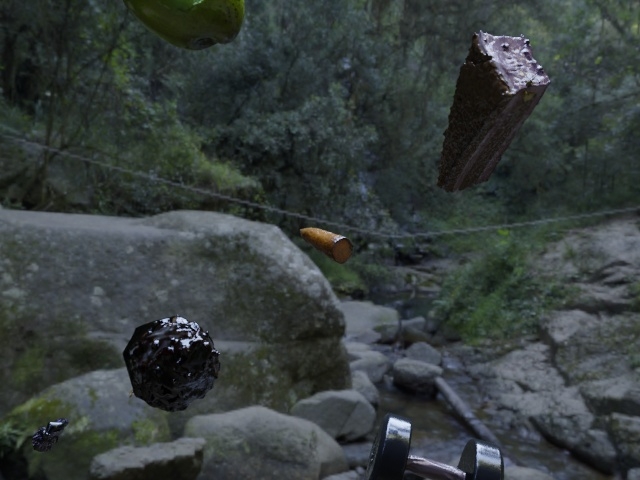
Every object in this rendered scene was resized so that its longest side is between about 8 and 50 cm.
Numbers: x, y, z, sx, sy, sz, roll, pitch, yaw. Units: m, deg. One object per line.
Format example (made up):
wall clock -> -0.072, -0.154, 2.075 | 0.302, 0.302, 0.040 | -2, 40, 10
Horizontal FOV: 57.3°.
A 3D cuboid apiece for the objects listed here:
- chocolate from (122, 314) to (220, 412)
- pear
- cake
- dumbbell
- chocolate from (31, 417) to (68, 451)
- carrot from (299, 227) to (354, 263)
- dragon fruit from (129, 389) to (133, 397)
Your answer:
chocolate -> -0.210, 0.172, 0.878 | 0.156, 0.156, 0.133 | 3, -24, -22
pear -> -0.339, -0.638, 1.555 | 0.286, 0.282, 0.176 | -41, 9, -10
cake -> 0.277, -0.187, 0.969 | 0.116, 0.112, 0.295 | -13, -39, -17
dumbbell -> 0.198, 0.410, 1.041 | 0.218, 0.152, 0.152 | 15, 2, 6
chocolate -> -0.697, 0.503, 1.520 | 0.147, 0.070, 0.072 | -31, 19, 40
carrot -> 0.000, 0.000, 1.597 | 0.072, 0.072, 0.205 | 3, 14, -40
dragon fruit -> -0.405, 0.352, 1.500 | 0.147, 0.096, 0.102 | 16, 32, -19
